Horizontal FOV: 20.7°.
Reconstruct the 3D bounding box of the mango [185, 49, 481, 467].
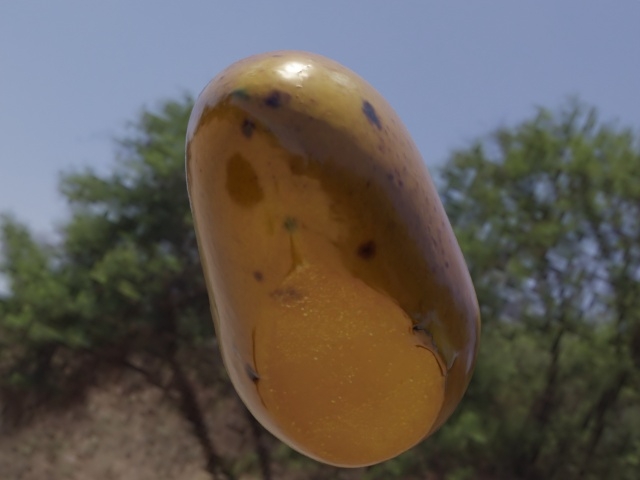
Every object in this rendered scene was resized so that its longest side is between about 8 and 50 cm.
[{"bbox_3d":[0.000,0.000,1.015,0.160,0.191,0.290,-14,-42,7],"label":"mango"}]
